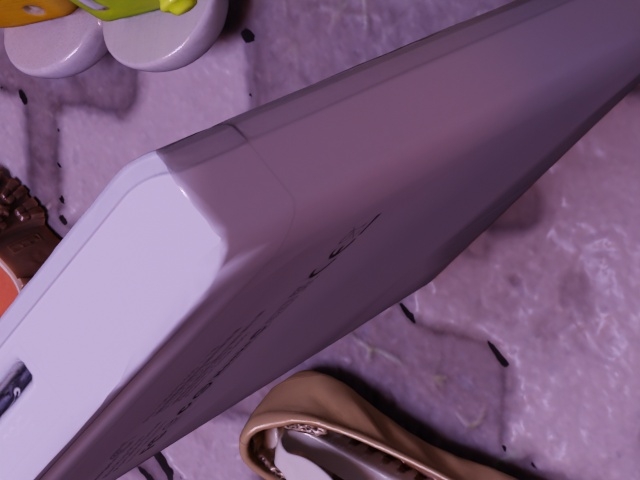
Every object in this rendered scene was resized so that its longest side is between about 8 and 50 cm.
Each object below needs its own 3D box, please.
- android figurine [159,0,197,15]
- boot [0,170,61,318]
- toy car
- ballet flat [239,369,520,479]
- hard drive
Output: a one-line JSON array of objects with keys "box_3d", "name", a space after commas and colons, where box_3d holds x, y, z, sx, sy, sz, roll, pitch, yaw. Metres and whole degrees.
[{"box_3d": [-0.105, -0.227, 0.709, 0.273, 0.248, 0.056, 60, 160, 5], "name": "android figurine"}, {"box_3d": [-0.178, 0.039, 0.973, 0.158, 0.059, 0.084, 50, 132, 19], "name": "boot"}, {"box_3d": [-0.135, -0.168, 0.819, 0.182, 0.159, 0.136, 1, 72, 36], "name": "toy car"}, {"box_3d": [0.056, 0.148, 0.833, 0.232, 0.073, 0.080, 26, 122, 25], "name": "ballet flat"}, {"box_3d": [0.000, 0.000, 0.634, 0.047, 0.353, 0.233, 51, 129, 9], "name": "hard drive"}]
